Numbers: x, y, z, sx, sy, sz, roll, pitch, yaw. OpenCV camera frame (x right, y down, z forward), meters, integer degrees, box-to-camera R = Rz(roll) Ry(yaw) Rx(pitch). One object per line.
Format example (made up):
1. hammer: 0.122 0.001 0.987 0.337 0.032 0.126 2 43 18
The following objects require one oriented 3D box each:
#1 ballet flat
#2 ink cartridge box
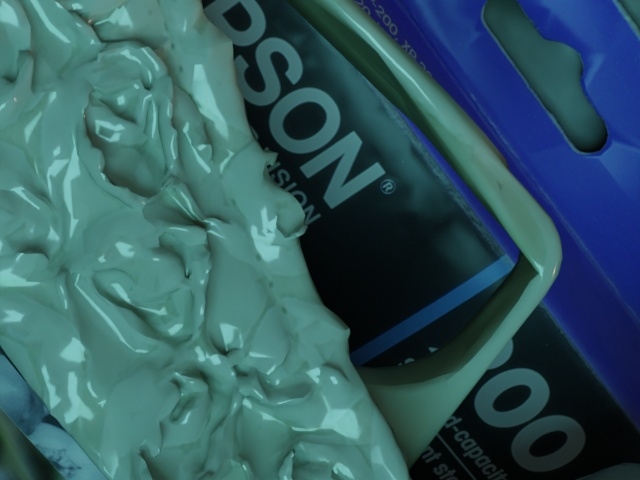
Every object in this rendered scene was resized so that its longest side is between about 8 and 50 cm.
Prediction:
1. ballet flat: 0.015 0.058 0.404 0.147 0.147 0.409 -29 100 17
2. ink cartridge box: 0.000 0.000 0.487 0.208 0.045 0.206 -34 107 18
